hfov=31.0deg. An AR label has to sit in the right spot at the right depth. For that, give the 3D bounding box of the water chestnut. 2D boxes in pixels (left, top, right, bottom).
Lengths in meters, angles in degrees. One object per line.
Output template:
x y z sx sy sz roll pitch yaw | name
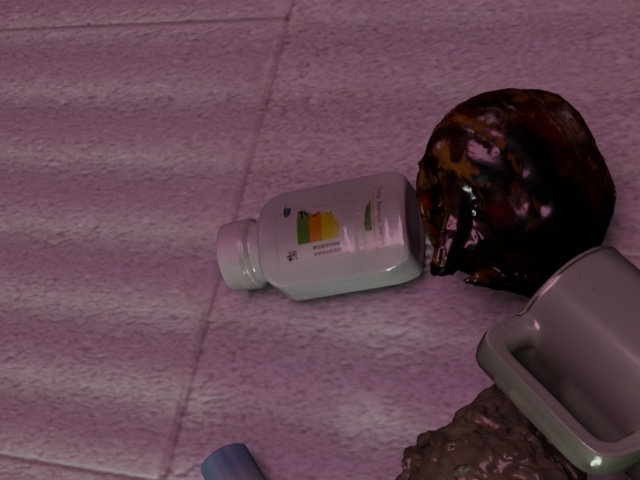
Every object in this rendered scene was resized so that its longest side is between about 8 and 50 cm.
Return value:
0.251 -0.056 1.521 0.289 0.289 0.244 -17 35 17 | water chestnut

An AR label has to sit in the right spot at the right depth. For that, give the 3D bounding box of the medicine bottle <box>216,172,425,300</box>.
0.000 0.000 1.701 0.296 0.111 0.161 -10 63 21 | medicine bottle

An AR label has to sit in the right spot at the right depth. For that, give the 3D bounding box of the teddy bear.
0.195 0.391 1.392 0.357 0.224 0.368 48 118 46 | teddy bear

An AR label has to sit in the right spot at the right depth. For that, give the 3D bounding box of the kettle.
0.376 0.187 1.375 0.265 0.205 0.318 -35 56 -11 | kettle

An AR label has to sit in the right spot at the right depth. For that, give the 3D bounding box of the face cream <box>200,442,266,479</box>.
-0.077 0.396 1.568 0.077 0.077 0.250 -37 57 4 | face cream
